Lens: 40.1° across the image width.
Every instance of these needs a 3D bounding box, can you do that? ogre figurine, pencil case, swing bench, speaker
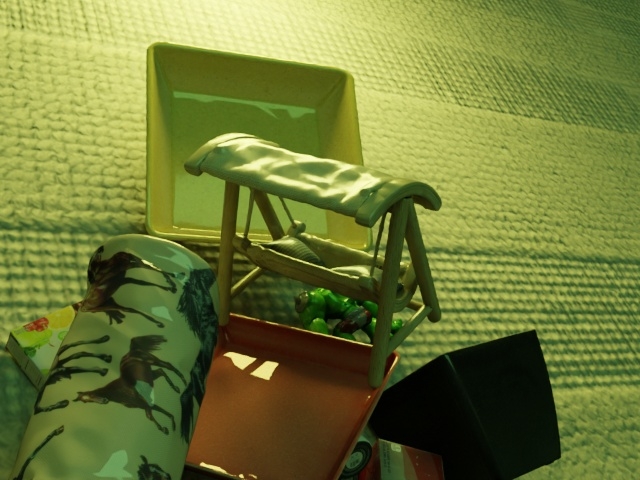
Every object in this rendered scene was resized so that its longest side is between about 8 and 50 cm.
[{"bbox_3d":[0.036,0.109,1.230,0.197,0.097,0.118,-26,77,-34],"label":"ogre figurine"},{"bbox_3d":[-0.219,0.179,0.889,0.183,0.160,0.410,-4,44,15],"label":"pencil case"},{"bbox_3d":[0.000,0.000,1.053,0.253,0.255,0.165,19,41,30],"label":"swing bench"},{"bbox_3d":[0.004,0.228,1.075,0.055,0.055,0.136,-3,27,-36],"label":"speaker"}]

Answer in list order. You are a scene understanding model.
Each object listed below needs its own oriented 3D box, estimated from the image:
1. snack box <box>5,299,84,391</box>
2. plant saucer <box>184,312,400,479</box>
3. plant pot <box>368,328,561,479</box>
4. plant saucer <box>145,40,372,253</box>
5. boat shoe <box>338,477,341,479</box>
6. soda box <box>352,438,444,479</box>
[{"bbox_3d":[-0.283,0.127,1.041,0.100,0.037,0.141,47,41,15],"label":"snack box"},{"bbox_3d":[-0.066,0.197,1.034,0.259,0.048,0.258,11,34,20],"label":"plant saucer"},{"bbox_3d":[0.198,0.242,1.145,0.187,0.188,0.167,-7,66,-39],"label":"plant pot"},{"bbox_3d":[-0.102,-0.124,1.320,0.332,0.081,0.333,5,62,-19],"label":"plant saucer"},{"bbox_3d":[-0.003,0.281,1.067,0.049,0.042,0.133,29,20,36],"label":"boat shoe"},{"bbox_3d":[0.094,0.361,0.996,0.092,0.083,0.263,19,37,-13],"label":"soda box"}]
